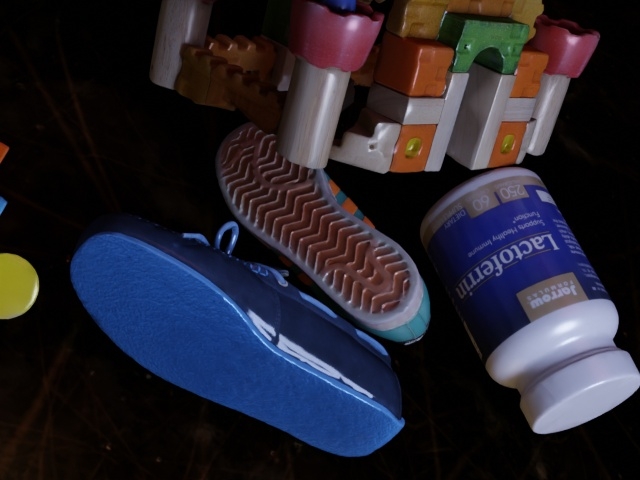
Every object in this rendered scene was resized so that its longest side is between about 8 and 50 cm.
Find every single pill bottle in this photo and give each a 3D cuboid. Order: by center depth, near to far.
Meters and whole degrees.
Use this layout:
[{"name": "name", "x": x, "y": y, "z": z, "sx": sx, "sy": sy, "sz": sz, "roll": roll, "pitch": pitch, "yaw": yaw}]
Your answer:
[{"name": "pill bottle", "x": 0.226, "y": 0.065, "z": 1.207, "sx": 0.153, "sy": 0.153, "sz": 0.264, "roll": -2, "pitch": 55, "yaw": -39}]

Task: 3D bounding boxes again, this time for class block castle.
[{"name": "block castle", "x": 0.068, "y": -0.231, "z": 1.216, "sx": 0.453, "sy": 0.212, "sz": 0.303, "roll": -6, "pitch": 30, "yaw": -44}]

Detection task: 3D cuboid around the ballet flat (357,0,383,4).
[{"name": "ballet flat", "x": 0.061, "y": -0.359, "z": 1.525, "sx": 0.241, "sy": 0.091, "sz": 0.077, "roll": -32, "pitch": 99, "yaw": -45}]

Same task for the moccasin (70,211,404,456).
[{"name": "moccasin", "x": -0.073, "y": 0.078, "z": 1.006, "sx": 0.342, "sy": 0.138, "sz": 0.117, "roll": 38, "pitch": 33, "yaw": -24}]

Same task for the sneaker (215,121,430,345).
[{"name": "sneaker", "x": 0.000, "y": 0.000, "z": 1.144, "sx": 0.302, "sy": 0.108, "sz": 0.121, "roll": 48, "pitch": -6, "yaw": 31}]

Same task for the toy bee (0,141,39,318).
[{"name": "toy bee", "x": -0.331, "y": 0.009, "z": 0.856, "sx": 0.195, "sy": 0.162, "sz": 0.298, "roll": 36, "pitch": 14, "yaw": 5}]
